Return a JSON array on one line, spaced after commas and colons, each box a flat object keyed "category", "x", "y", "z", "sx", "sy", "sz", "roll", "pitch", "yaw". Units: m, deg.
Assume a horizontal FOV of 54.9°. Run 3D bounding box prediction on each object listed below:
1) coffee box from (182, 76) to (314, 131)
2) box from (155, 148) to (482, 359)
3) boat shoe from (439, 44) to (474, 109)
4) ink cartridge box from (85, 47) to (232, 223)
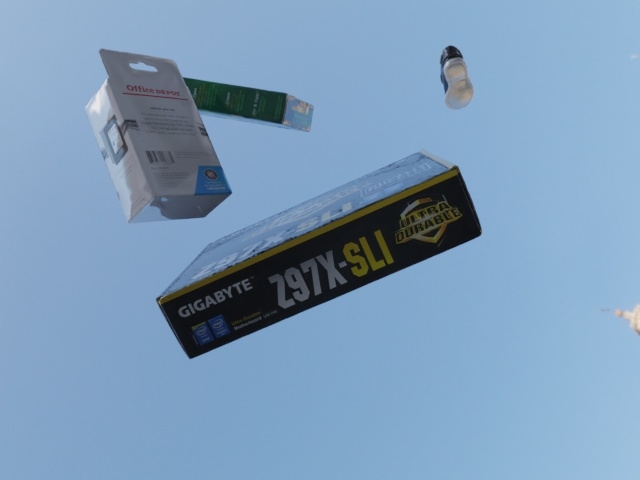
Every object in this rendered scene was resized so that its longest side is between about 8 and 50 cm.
[{"category": "coffee box", "x": -0.111, "y": -0.176, "z": 0.793, "sx": 0.184, "sy": 0.113, "sz": 0.040, "roll": 12, "pitch": -82, "yaw": 15}, {"category": "box", "x": 0.000, "y": 0.000, "z": 0.709, "sx": 0.322, "sy": 0.257, "sz": 0.079, "roll": -23, "pitch": -78, "yaw": 7}, {"category": "boat shoe", "x": 0.205, "y": -0.247, "z": 0.942, "sx": 0.125, "sy": 0.046, "sz": 0.038, "roll": 47, "pitch": -151, "yaw": -60}, {"category": "ink cartridge box", "x": -0.182, "y": -0.113, "z": 0.672, "sx": 0.104, "sy": 0.060, "sz": 0.180, "roll": -8, "pitch": -112, "yaw": -49}]
